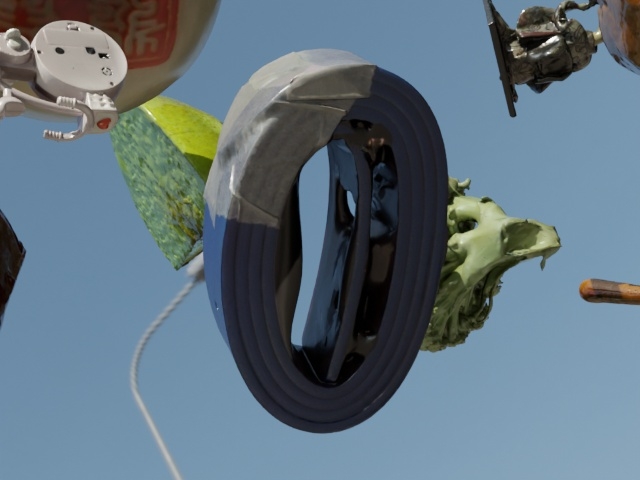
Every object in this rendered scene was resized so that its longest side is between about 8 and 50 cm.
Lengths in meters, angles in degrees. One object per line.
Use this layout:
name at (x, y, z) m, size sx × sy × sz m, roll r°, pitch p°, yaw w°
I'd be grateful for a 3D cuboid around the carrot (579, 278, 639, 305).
carrot at (0.453, 0.079, 1.528) m, size 0.037 × 0.190 × 0.037 m, roll -3°, pitch -85°, yaw -40°

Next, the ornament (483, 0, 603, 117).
ornament at (0.329, -0.283, 1.446) m, size 0.196 × 0.153 × 0.166 m, roll -12°, pitch -51°, yaw 13°

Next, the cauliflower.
cauliflower at (0.207, 0.014, 1.730) m, size 0.260 × 0.327 × 0.281 m, roll 11°, pitch -34°, yaw -15°

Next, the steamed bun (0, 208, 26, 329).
steamed bun at (-0.440, 0.090, 0.871) m, size 0.248 × 0.235 × 0.379 m, roll 35°, pitch -66°, yaw -23°

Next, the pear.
pear at (-0.196, -0.115, 1.504) m, size 0.139 × 0.239 × 0.288 m, roll -42°, pitch -1°, yaw -27°

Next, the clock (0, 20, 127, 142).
clock at (-0.190, -0.111, 0.701) m, size 0.129 × 0.087 × 0.041 m, roll 5°, pitch -36°, yaw -30°

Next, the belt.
belt at (0.000, 0.000, 0.994) m, size 0.212 × 0.117 × 0.347 m, roll 1°, pitch -73°, yaw -15°

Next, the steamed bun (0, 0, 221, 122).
steamed bun at (-0.284, -0.308, 1.160) m, size 0.374 × 0.241 × 0.374 m, roll -3°, pitch -74°, yaw -10°

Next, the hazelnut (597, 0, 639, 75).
hazelnut at (0.320, -0.214, 0.946) m, size 0.143 × 0.143 × 0.154 m, roll -31°, pitch -28°, yaw -6°
